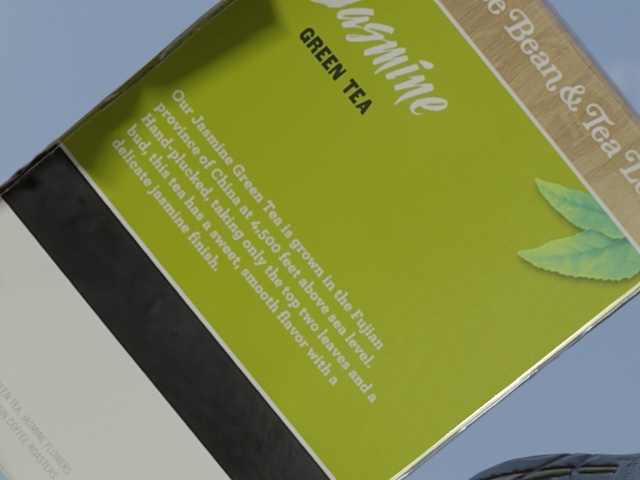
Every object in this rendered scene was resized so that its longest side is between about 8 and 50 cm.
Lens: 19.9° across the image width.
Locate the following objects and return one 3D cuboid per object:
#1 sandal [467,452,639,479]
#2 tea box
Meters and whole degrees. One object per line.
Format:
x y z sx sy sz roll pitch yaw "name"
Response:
0.237 0.196 1.255 0.303 0.120 0.086 -6 -81 32 "sandal"
0.000 0.000 0.947 0.323 0.329 0.220 -38 -90 6 "tea box"
